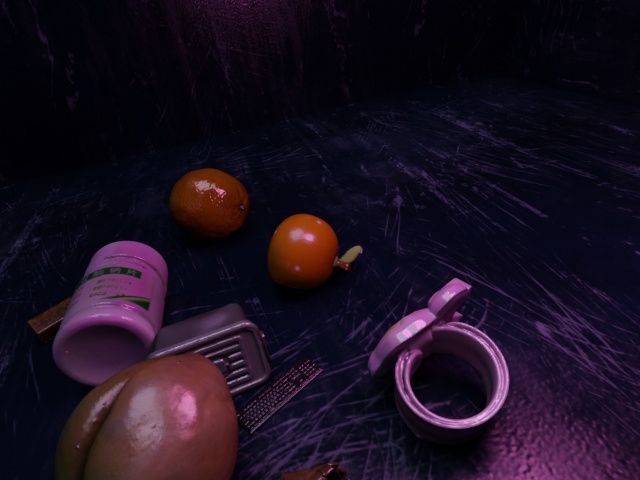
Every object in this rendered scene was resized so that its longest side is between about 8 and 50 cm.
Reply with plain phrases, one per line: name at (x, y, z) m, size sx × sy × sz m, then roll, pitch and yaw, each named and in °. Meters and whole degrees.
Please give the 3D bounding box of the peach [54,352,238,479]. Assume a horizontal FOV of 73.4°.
peach at (-0.268, 0.324, 0.700) m, size 0.292 × 0.248 × 0.292 m, roll -25°, pitch 19°, yaw 9°

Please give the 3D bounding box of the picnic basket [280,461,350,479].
picnic basket at (0.029, 0.393, 0.606) m, size 0.178 × 0.128 × 0.138 m, roll -14°, pitch 32°, yaw 11°

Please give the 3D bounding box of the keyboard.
keyboard at (-0.085, 0.311, 0.884) m, size 0.063 × 0.010 × 0.198 m, roll 24°, pitch 45°, yaw 40°

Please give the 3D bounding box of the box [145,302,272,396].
box at (-0.238, 0.241, 0.912) m, size 0.243 × 0.164 × 0.135 m, roll -19°, pitch 24°, yaw -13°

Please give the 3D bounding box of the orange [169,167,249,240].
orange at (-0.370, -0.120, 1.450) m, size 0.263 × 0.265 × 0.264 m, roll -7°, pitch 32°, yaw 4°

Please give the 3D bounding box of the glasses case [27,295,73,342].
glasses case at (-0.687, 0.195, 1.205) m, size 0.075 × 0.049 × 0.218 m, roll 24°, pitch 45°, yaw 33°

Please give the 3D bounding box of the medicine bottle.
medicine bottle at (-0.490, 0.165, 1.043) m, size 0.211 × 0.212 × 0.326 m, roll -14°, pitch 32°, yaw -6°

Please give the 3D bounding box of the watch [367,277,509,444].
watch at (0.235, 0.234, 0.785) m, size 0.248 × 0.211 × 0.217 m, roll -31°, pitch 55°, yaw -18°

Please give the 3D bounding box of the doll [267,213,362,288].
doll at (-0.018, 0.036, 1.140) m, size 0.235 × 0.214 × 0.213 m, roll 13°, pitch 36°, yaw 11°
